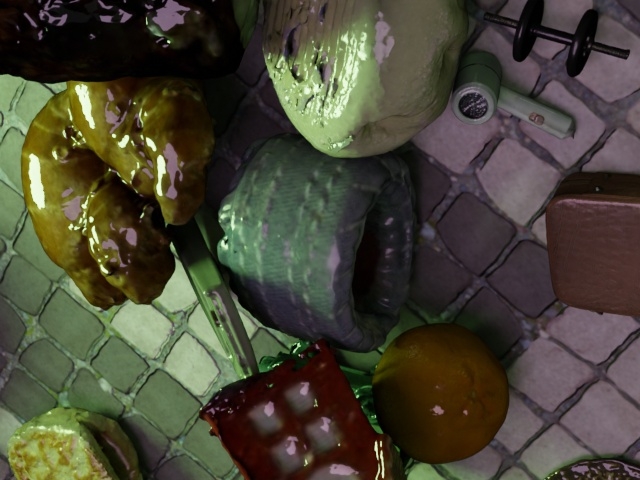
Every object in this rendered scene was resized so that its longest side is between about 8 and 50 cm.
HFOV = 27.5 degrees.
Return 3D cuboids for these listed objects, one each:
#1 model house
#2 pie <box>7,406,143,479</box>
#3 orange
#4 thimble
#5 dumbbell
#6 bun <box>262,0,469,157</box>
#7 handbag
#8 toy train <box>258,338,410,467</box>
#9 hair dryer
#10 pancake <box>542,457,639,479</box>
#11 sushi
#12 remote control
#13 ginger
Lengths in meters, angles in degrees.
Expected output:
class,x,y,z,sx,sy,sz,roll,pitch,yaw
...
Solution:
class,x,y,z,sx,sy,sz,roll,pitch,yaw
model house,0.014,0.258,1.367,0.160,0.196,0.254,-33,66,-6
pie,-0.330,0.320,1.799,0.179,0.084,0.205,-17,107,33
orange,0.135,0.169,1.447,0.159,0.159,0.136,60,158,-10
thimble,0.000,0.000,1.414,0.172,0.205,0.236,14,149,26
dumbbell,0.228,-0.199,1.273,0.147,0.069,0.069,20,121,18
bun,0.045,-0.216,1.292,0.273,0.168,0.273,22,115,56
handbag,0.330,0.011,1.328,0.193,0.072,0.151,4,115,23
toy train,0.019,0.198,1.568,0.200,0.083,0.132,14,122,21
hair dryer,0.198,-0.134,1.324,0.137,0.082,0.047,25,124,-5
pancake,0.342,0.331,1.509,0.199,0.021,0.199,11,118,22
sushi,-0.200,-0.294,1.269,0.294,0.281,0.299,0,73,-1
remote control,-0.118,0.059,1.469,0.038,0.285,0.123,-24,109,-7
ginger,-0.220,-0.078,1.480,0.274,0.152,0.357,49,127,26
